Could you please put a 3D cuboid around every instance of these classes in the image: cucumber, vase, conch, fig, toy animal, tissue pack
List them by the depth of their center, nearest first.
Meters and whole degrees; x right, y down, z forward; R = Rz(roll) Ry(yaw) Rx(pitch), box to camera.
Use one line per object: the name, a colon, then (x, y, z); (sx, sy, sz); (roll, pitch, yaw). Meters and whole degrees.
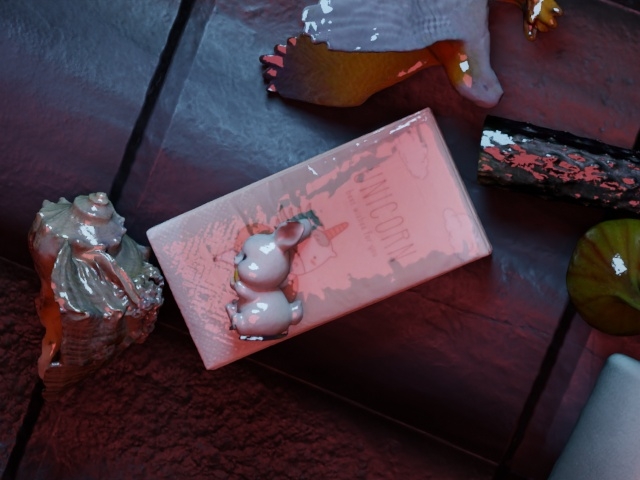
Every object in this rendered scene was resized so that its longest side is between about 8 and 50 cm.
fig: (0.310, 0.054, 1.646); (0.124, 0.236, 0.124); (0, 105, 1)
toy animal: (-0.056, 0.037, 1.685); (0.085, 0.071, 0.124); (2, 97, 6)
vase: (0.310, 0.275, 1.690); (0.245, 0.245, 0.291); (24, 89, 2)
cucumber: (0.268, -0.080, 1.705); (0.211, 0.078, 0.062); (10, 140, 6)
toy animal: (0.094, -0.280, 1.707); (0.302, 0.225, 0.284); (8, 76, -9)
conch: (-0.250, 0.067, 1.735); (0.163, 0.178, 0.245); (25, 117, 10)
tissue pack: (0.000, 0.000, 1.749); (0.325, 0.071, 0.170); (-22, 92, 7)
